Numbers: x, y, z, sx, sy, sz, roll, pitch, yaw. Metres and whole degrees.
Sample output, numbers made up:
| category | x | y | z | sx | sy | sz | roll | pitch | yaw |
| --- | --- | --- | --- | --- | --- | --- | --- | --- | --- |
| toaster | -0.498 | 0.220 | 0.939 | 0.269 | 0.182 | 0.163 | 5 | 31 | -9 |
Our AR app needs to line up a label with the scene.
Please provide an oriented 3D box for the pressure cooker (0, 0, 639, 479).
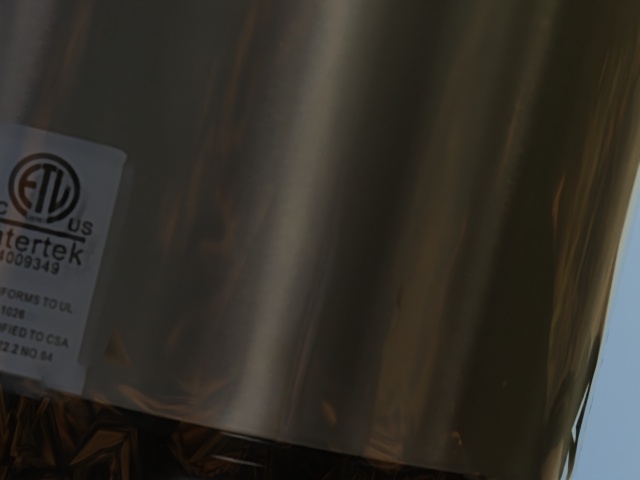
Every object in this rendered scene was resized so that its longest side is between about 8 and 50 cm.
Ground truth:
| category | x | y | z | sx | sy | sz | roll | pitch | yaw |
| --- | --- | --- | --- | --- | --- | --- | --- | --- | --- |
| pressure cooker | -0.040 | -0.116 | 0.672 | 0.370 | 0.375 | 0.420 | 13 | -91 | -30 |
